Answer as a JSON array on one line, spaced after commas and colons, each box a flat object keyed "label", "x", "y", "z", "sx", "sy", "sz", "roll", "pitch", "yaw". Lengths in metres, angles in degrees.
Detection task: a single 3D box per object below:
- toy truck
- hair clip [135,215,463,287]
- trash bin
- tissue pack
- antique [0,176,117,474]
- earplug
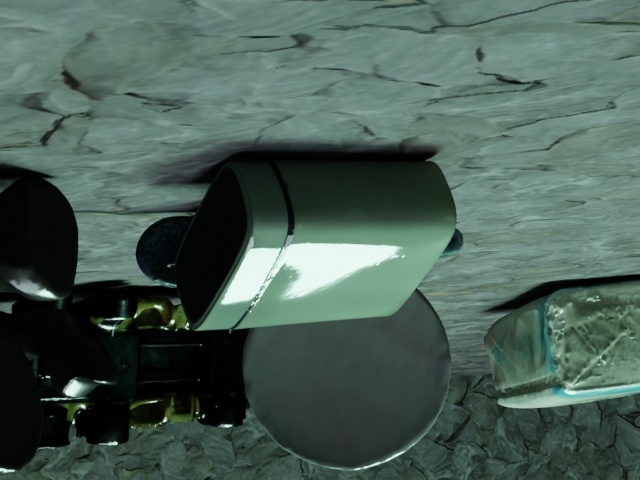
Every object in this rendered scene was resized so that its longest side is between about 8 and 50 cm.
[{"label": "toy truck", "x": -0.173, "y": 0.101, "z": 1.310, "sx": 0.257, "sy": 0.127, "sz": 0.127, "roll": 0, "pitch": -176, "yaw": -37}, {"label": "hair clip", "x": 0.000, "y": 0.000, "z": 1.035, "sx": 0.083, "sy": 0.048, "sz": 0.275, "roll": -16, "pitch": 171, "yaw": 38}, {"label": "trash bin", "x": -0.005, "y": 0.003, "z": 0.871, "sx": 0.130, "sy": 0.059, "sz": 0.116, "roll": -2, "pitch": 147, "yaw": -28}, {"label": "tissue pack", "x": 0.311, "y": 0.117, "z": 1.691, "sx": 0.201, "sy": 0.124, "sz": 0.271, "roll": -3, "pitch": 170, "yaw": -9}, {"label": "antique", "x": -0.277, "y": 0.055, "z": 0.758, "sx": 0.255, "sy": 0.185, "sz": 0.322, "roll": -17, "pitch": 167, "yaw": 21}, {"label": "earplug", "x": 0.035, "y": 0.104, "z": 1.389, "sx": 0.172, "sy": 0.172, "sz": 0.301, "roll": -7, "pitch": 178, "yaw": 5}]
